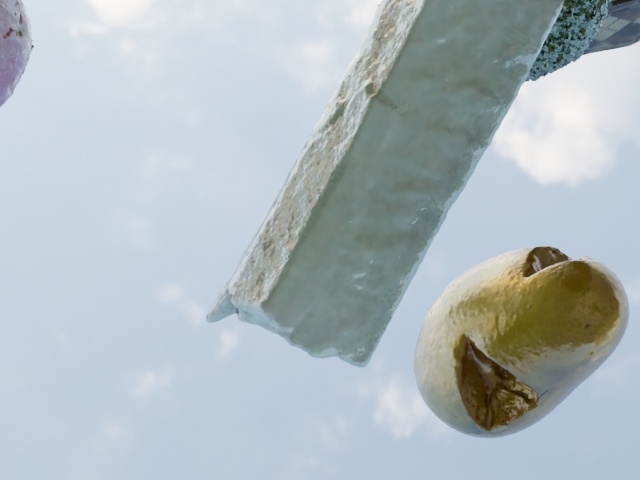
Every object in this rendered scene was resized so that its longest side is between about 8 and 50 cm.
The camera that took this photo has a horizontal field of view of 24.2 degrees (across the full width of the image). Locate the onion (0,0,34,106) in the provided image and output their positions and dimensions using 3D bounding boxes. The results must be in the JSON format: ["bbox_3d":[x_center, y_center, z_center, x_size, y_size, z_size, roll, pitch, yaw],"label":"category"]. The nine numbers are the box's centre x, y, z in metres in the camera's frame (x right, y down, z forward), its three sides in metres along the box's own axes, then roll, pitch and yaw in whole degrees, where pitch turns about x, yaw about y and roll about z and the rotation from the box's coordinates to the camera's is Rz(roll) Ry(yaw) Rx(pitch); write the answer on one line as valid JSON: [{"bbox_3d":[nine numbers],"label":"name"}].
[{"bbox_3d":[-0.449,-0.275,1.631,0.267,0.348,0.159,39,-83,10],"label":"onion"}]

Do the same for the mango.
[{"bbox_3d":[0.188,0.092,1.413,0.130,0.262,0.167,21,-128,-24],"label":"mango"}]

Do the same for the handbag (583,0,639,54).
[{"bbox_3d":[0.274,-0.436,1.540,0.180,0.416,0.317,-7,-119,-7],"label":"handbag"}]

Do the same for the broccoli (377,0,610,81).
[{"bbox_3d":[0.146,-0.252,1.252,0.265,0.294,0.245,-35,-91,-34],"label":"broccoli"}]

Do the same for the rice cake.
[{"bbox_3d":[0.031,-0.042,0.594,0.063,0.069,0.206,28,-89,-15],"label":"rice cake"}]
